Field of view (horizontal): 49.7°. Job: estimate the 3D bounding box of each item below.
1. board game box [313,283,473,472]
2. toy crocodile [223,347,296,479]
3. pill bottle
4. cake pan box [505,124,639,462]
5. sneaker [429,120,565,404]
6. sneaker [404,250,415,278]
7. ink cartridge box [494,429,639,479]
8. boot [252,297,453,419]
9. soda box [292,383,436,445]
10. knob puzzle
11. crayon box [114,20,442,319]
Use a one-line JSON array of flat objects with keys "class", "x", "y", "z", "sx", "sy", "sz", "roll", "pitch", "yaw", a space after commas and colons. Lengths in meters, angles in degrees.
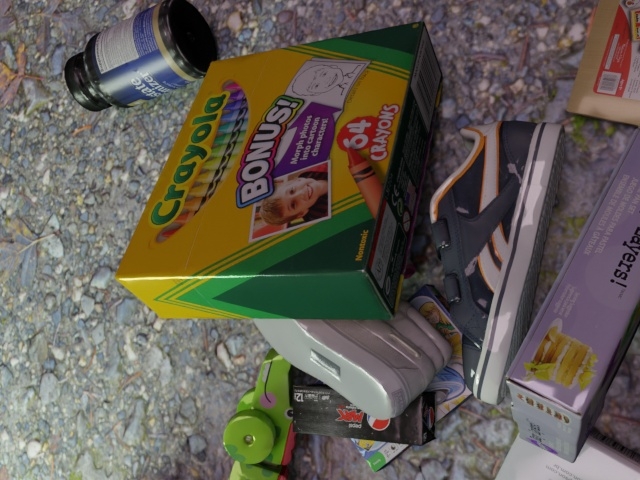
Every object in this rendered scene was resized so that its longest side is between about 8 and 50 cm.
[{"class": "board game box", "x": 0.104, "y": 0.170, "z": 0.857, "sx": 0.201, "sy": 0.035, "sz": 0.136, "roll": -45, "pitch": 67, "yaw": 15}, {"class": "toy crocodile", "x": -0.081, "y": 0.301, "z": 0.894, "sx": 0.105, "sy": 0.115, "sz": 0.340, "roll": 15, "pitch": 92, "yaw": 2}, {"class": "pill bottle", "x": -0.279, "y": -0.276, "z": 1.060, "sx": 0.219, "sy": 0.123, "sz": 0.122, "roll": -15, "pitch": 77, "yaw": 25}, {"class": "cake pan box", "x": 0.258, "y": 0.069, "z": 0.637, "sx": 0.070, "sy": 0.267, "sz": 0.245, "roll": 27, "pitch": 75, "yaw": 28}, {"class": "sneaker", "x": 0.185, "y": 0.017, "z": 0.785, "sx": 0.128, "sy": 0.126, "sz": 0.321, "roll": 10, "pitch": 76, "yaw": 23}, {"class": "sneaker", "x": 0.000, "y": 0.000, "z": 0.903, "sx": 0.252, "sy": 0.103, "sz": 0.111, "roll": -4, "pitch": 77, "yaw": 21}, {"class": "ink cartridge box", "x": 0.299, "y": 0.392, "z": 0.711, "sx": 0.324, "sy": 0.071, "sz": 0.330, "roll": 28, "pitch": 100, "yaw": 28}, {"class": "boot", "x": 0.030, "y": 0.102, "z": 0.828, "sx": 0.258, "sy": 0.123, "sz": 0.095, "roll": 34, "pitch": 137, "yaw": 32}, {"class": "soda box", "x": 0.051, "y": 0.206, "z": 0.828, "sx": 0.169, "sy": 0.053, "sz": 0.060, "roll": -2, "pitch": 84, "yaw": 27}, {"class": "knob puzzle", "x": 0.393, "y": -0.204, "z": 0.757, "sx": 0.213, "sy": 0.030, "sz": 0.213, "roll": -4, "pitch": 81, "yaw": 27}, {"class": "crayon box", "x": -0.038, "y": -0.085, "z": 0.837, "sx": 0.313, "sy": 0.106, "sz": 0.362, "roll": -2, "pitch": 54, "yaw": 26}]
